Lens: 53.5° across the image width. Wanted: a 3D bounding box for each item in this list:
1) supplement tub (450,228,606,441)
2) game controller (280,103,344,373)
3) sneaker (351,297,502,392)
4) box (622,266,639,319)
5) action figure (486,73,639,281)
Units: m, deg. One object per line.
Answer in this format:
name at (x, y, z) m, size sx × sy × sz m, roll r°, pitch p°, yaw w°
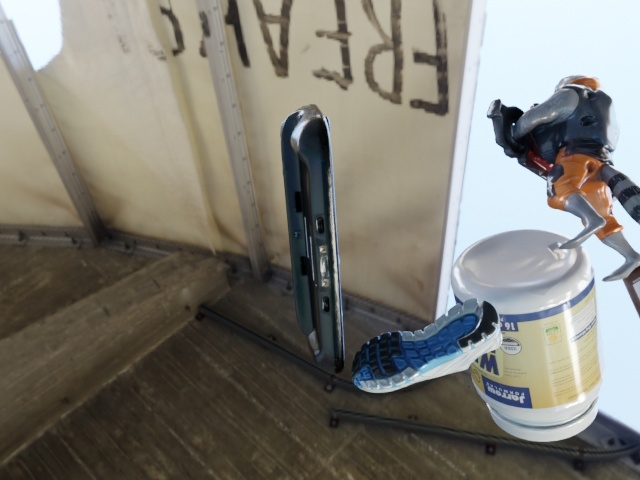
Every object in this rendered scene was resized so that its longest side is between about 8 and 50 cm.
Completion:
supplement tub at (0.363, 0.163, 1.097) m, size 0.228 × 0.316 × 0.228 m, roll -15°, pitch -155°, yaw 7°
game controller at (0.000, 0.000, 0.775) m, size 0.067 × 0.319 × 0.166 m, roll -9°, pitch -158°, yaw -12°
sneaker at (0.130, 0.141, 0.754) m, size 0.191 × 0.083 × 0.071 m, roll -23°, pitch -131°, yaw 15°
box at (0.751, 0.156, 1.174) m, size 0.381 × 0.143 × 0.191 m, roll 20°, pitch -134°, yaw -32°
action figure at (0.431, -0.112, 0.975) m, size 0.341 × 0.178 × 0.330 m, roll 15°, pitch -120°, yaw -34°
